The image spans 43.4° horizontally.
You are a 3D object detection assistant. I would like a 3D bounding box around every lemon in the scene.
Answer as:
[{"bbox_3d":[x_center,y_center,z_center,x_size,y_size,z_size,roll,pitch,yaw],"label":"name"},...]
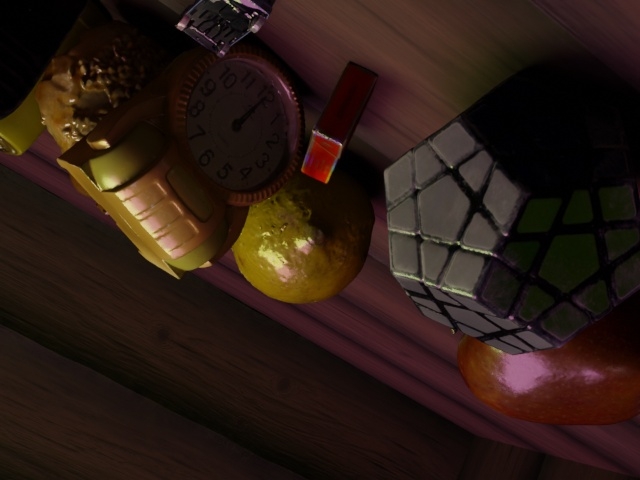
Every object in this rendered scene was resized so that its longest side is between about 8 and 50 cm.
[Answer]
[{"bbox_3d":[-0.031,-0.019,1.382,0.257,0.258,0.310,28,178,-5],"label":"lemon"}]

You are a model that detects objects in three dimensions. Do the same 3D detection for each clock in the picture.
[{"bbox_3d":[-0.172,-0.134,1.134,0.200,0.317,0.244,14,147,49],"label":"clock"}]

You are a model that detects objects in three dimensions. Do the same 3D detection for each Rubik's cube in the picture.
[{"bbox_3d":[0.223,-0.025,0.919,0.318,0.319,0.264,23,138,13],"label":"Rubik's cube"}]

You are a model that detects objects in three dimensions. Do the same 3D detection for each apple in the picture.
[{"bbox_3d":[0.357,0.130,1.206,0.316,0.288,0.288,10,160,19],"label":"apple"}]

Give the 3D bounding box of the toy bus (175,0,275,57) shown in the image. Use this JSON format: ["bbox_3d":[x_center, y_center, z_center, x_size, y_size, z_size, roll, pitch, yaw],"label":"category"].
[{"bbox_3d":[-0.111,-0.286,0.982,0.073,0.076,0.167,32,162,-24],"label":"toy bus"}]

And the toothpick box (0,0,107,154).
[{"bbox_3d":[-0.466,-0.269,1.255,0.174,0.272,0.175,25,165,7],"label":"toothpick box"}]

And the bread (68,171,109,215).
[{"bbox_3d":[-0.359,-0.164,1.496,0.232,0.247,0.135,25,156,17],"label":"bread"}]

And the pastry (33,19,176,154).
[{"bbox_3d":[-0.287,-0.188,1.259,0.161,0.255,0.311,23,171,27],"label":"pastry"}]

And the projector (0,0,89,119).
[{"bbox_3d":[-0.334,-0.320,0.627,0.405,0.395,0.242,17,163,37],"label":"projector"}]

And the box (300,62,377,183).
[{"bbox_3d":[0.024,-0.157,1.116,0.048,0.112,0.175,27,167,0],"label":"box"}]
